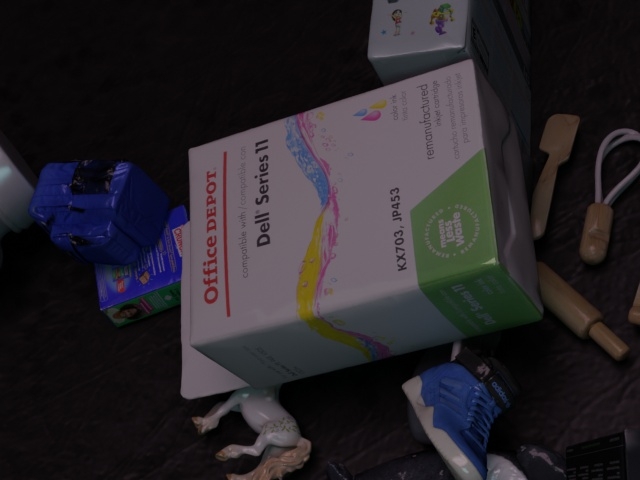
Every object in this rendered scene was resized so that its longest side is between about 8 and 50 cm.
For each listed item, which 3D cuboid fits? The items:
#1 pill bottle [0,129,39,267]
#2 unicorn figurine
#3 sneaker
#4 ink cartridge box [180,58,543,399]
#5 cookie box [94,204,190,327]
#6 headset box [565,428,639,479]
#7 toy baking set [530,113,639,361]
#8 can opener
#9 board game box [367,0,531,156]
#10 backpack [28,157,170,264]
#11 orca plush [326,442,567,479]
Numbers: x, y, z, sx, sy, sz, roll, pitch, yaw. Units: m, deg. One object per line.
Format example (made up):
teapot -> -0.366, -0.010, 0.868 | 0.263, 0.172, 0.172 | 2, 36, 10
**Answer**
pill bottle -> -0.445, 0.008, 1.446 | 0.318, 0.176, 0.176 | -36, 55, -3
unicorn figurine -> -0.062, 0.156, 1.294 | 0.111, 0.060, 0.162 | -31, 69, -11
sneaker -> 0.123, 0.135, 1.106 | 0.084, 0.058, 0.152 | -32, 20, 2
ink cartridge box -> 0.000, 0.000, 1.225 | 0.353, 0.119, 0.207 | -16, 59, 22
cookie box -> -0.173, 0.026, 1.415 | 0.107, 0.040, 0.092 | -21, 54, 9
headset box -> 0.251, 0.273, 0.936 | 0.131, 0.246, 0.283 | -1, 78, 2
toy baking set -> 0.268, -0.007, 1.281 | 0.197, 0.030, 0.256 | -43, 55, -11
can opener -> 0.129, 0.044, 1.255 | 0.095, 0.076, 0.283 | -5, 65, 33
board game box -> 0.135, -0.238, 1.348 | 0.097, 0.224, 0.303 | -5, 59, 21
backpack -> -0.231, -0.030, 1.389 | 0.120, 0.098, 0.101 | 5, 62, 26
orca plush -> 0.154, 0.226, 1.170 | 0.287, 0.102, 0.151 | -7, 103, 27
